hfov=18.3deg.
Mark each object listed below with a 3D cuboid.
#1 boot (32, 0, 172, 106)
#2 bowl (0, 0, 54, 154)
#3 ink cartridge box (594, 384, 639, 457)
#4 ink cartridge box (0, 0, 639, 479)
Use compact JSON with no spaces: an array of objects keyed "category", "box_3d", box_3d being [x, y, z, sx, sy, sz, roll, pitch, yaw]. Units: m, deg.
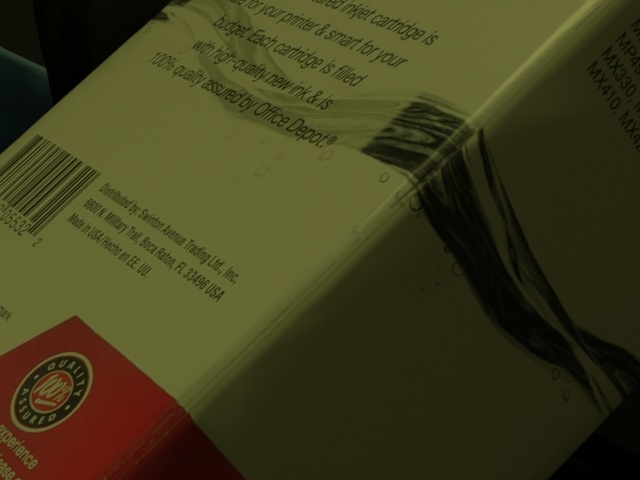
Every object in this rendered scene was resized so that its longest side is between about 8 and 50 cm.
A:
[{"category":"boot","box_3d":[-0.013,-0.058,0.672,0.161,0.246,0.083,-8,37,-9]},{"category":"bowl","box_3d":[-0.103,-0.133,0.891,0.391,0.077,0.391,22,30,-14]},{"category":"ink cartridge box","box_3d":[0.170,-0.074,0.594,0.131,0.306,0.226,-6,18,-29]},{"category":"ink cartridge box","box_3d":[0.000,0.000,0.538,0.237,0.100,0.172,-44,32,-10]}]
